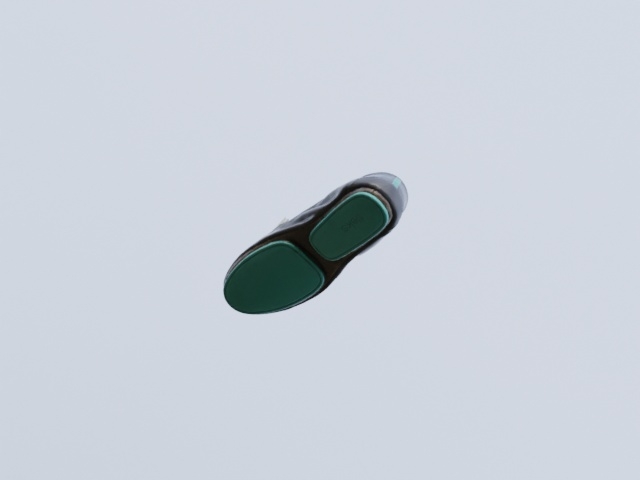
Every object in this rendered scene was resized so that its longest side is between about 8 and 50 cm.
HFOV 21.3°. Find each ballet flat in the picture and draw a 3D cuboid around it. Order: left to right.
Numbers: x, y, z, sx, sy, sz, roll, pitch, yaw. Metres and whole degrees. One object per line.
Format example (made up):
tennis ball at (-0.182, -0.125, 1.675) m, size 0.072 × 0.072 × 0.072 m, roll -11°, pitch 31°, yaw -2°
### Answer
ballet flat at (0.000, 0.000, 1.454) m, size 0.203 × 0.074 × 0.074 m, roll -35°, pitch -80°, yaw 37°
